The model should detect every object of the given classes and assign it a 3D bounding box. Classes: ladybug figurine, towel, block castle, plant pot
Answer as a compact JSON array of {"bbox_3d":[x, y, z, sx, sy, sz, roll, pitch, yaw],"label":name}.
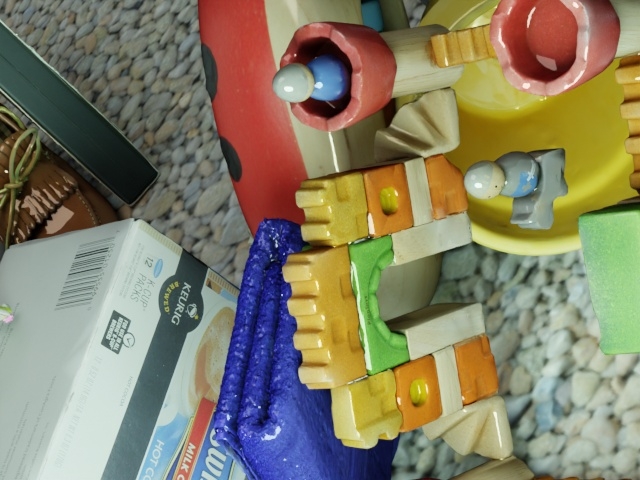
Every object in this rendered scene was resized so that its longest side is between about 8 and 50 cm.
[{"bbox_3d":[-0.004,-0.138,1.800,0.161,0.449,0.305,-11,5,16],"label":"ladybug figurine"},{"bbox_3d":[-0.008,0.155,1.639,0.076,0.308,0.228,-8,50,15],"label":"towel"},{"bbox_3d":[0.134,0.037,1.477,0.303,0.213,0.453,-5,98,43],"label":"block castle"},{"bbox_3d":[0.183,-0.148,1.762,0.254,0.254,0.239,-43,22,12],"label":"plant pot"}]

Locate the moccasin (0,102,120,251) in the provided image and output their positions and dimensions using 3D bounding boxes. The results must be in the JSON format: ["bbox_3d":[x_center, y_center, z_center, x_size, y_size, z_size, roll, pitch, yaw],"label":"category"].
[{"bbox_3d":[-0.360,-0.072,2.314,0.139,0.147,0.380,-44,53,7],"label":"moccasin"}]

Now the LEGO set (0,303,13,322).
[{"bbox_3d":[-0.365,0.053,1.902,0.107,0.132,0.287,-32,10,6],"label":"LEGO set"}]

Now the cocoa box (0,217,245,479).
[{"bbox_3d":[-0.219,0.191,1.895,0.231,0.228,0.347,-12,51,45],"label":"cocoa box"}]

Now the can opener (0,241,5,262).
[{"bbox_3d":[-0.404,0.031,2.365,0.074,0.093,0.280,-32,35,22],"label":"can opener"}]

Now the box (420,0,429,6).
[{"bbox_3d":[0.143,-0.336,1.945,0.142,0.247,0.163,-19,47,38],"label":"box"}]

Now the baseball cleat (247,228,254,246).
[{"bbox_3d":[0.000,0.000,1.962,0.109,0.072,0.206,-47,39,-6],"label":"baseball cleat"}]

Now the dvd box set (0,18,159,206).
[{"bbox_3d":[-0.387,-0.218,2.370,0.062,0.307,0.420,-48,35,-3],"label":"dvd box set"}]
